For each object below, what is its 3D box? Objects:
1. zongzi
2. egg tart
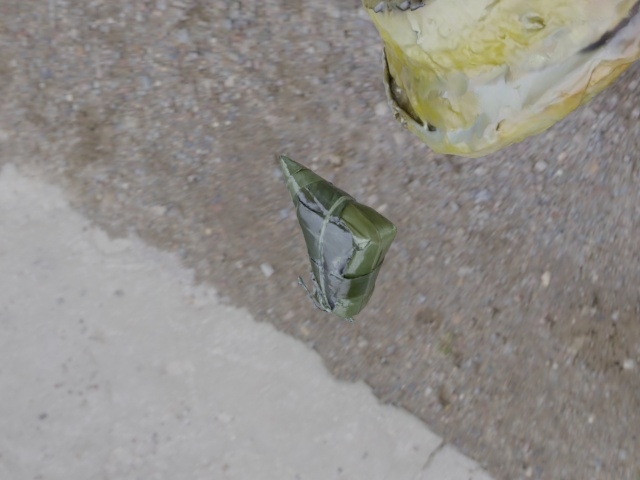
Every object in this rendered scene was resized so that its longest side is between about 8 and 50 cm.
[{"bbox_3d":[0.000,0.000,1.075,0.119,0.055,0.109,38,135,24],"label":"zongzi"},{"bbox_3d":[0.141,-0.230,0.975,0.132,0.345,0.345,32,111,-30],"label":"egg tart"}]
